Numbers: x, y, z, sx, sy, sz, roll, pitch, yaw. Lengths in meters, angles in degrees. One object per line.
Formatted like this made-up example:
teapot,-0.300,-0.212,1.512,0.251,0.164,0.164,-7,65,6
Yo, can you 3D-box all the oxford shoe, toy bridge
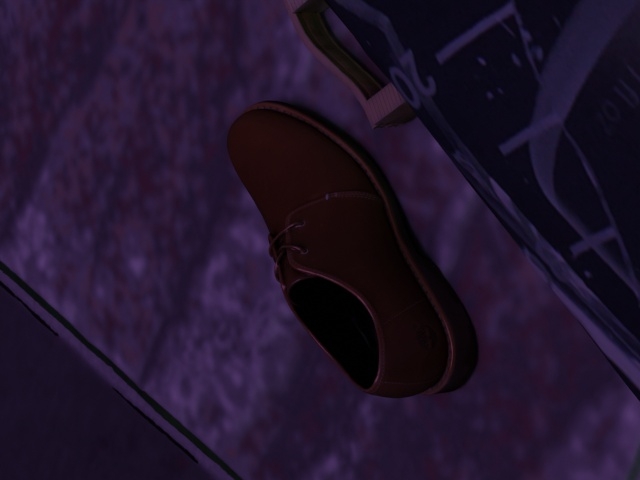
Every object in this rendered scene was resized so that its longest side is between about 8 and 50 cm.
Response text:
oxford shoe,0.000,0.000,1.071,0.212,0.076,0.076,53,132,29
toy bridge,0.005,-0.147,1.076,0.063,0.026,0.188,-36,70,45

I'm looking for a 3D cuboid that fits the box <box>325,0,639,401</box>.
box,0.236,-0.167,0.475,0.472,0.297,0.480,51,146,1
